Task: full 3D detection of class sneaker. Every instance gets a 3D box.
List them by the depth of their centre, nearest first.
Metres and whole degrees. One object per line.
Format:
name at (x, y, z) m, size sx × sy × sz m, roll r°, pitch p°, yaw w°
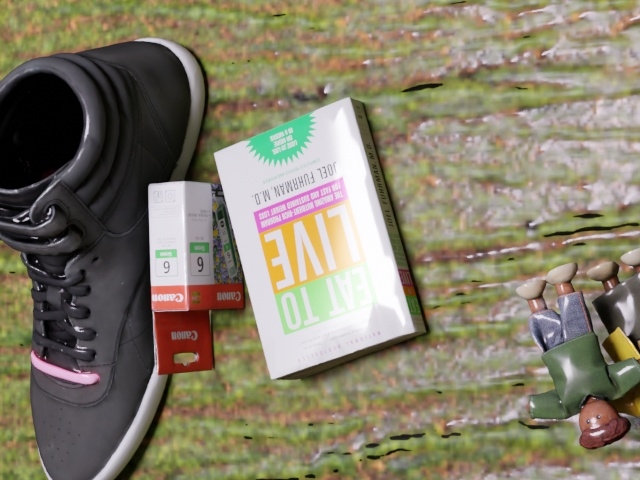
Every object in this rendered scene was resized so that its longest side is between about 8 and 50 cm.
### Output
sneaker at (-0.161, 0.017, 1.019) m, size 0.104 × 0.147 × 0.296 m, roll 15°, pitch 98°, yaw 29°

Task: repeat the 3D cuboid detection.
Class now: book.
book at (0.000, 0.000, 0.992) m, size 0.096 × 0.035 × 0.144 m, roll -22°, pitch 77°, yaw 25°

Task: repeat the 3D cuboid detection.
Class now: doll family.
doll family at (0.197, 0.046, 0.846) m, size 0.193 × 0.076 × 0.111 m, roll -28°, pitch 70°, yaw 24°

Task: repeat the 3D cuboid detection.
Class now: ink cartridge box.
ink cartridge box at (-0.074, 0.023, 1.014) m, size 0.029 × 0.063 × 0.115 m, roll -4°, pitch 88°, yaw 30°
